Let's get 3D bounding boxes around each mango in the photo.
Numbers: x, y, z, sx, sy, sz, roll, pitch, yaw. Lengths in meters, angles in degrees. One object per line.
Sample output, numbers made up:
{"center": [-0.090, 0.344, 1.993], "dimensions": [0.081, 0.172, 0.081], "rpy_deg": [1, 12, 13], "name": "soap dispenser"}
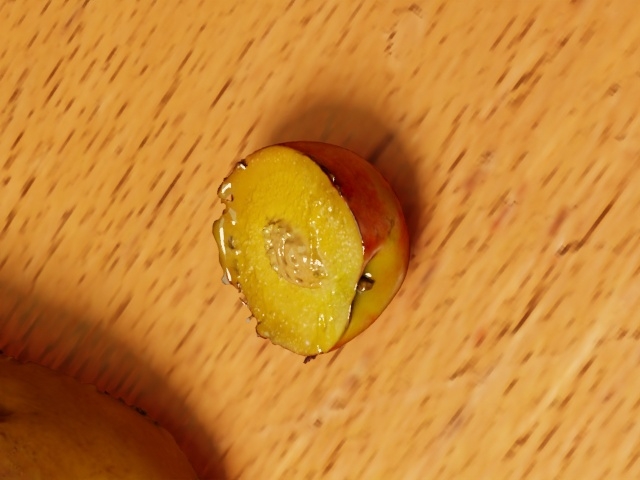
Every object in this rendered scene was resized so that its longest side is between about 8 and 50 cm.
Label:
{"center": [-0.156, 0.119, 0.920], "dimensions": [0.249, 0.151, 0.156], "rpy_deg": [37, 75, 26], "name": "mango"}

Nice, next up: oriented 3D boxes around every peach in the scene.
{"center": [0.001, 0.001, 0.881], "dimensions": [0.098, 0.061, 0.098], "rpy_deg": [11, 105, 46], "name": "peach"}
